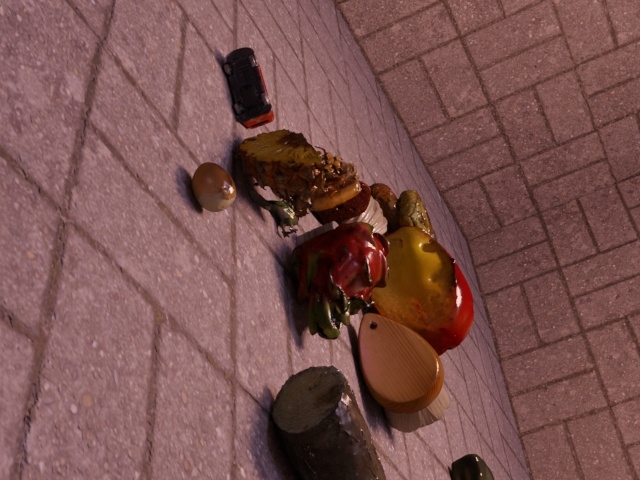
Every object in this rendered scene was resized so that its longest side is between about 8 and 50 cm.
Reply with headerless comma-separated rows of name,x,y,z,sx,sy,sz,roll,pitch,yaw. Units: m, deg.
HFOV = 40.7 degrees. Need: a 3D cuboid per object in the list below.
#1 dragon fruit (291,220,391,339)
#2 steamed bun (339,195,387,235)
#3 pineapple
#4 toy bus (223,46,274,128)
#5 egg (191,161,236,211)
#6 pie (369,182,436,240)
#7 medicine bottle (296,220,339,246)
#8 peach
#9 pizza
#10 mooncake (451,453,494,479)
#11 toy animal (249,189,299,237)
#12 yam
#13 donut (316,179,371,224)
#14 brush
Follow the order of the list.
dragon fruit,0.053,0.085,1.755,0.200,0.198,0.269,6,54,-23
steamed bun,0.117,-0.058,2.323,0.183,0.106,0.183,-22,90,-76
pineapple,-0.091,-0.123,1.715,0.250,0.139,0.164,-126,-147,-52
toy bus,-0.152,-0.327,1.862,0.077,0.079,0.174,52,20,-67
egg,-0.182,-0.091,1.455,0.083,0.071,0.071,60,13,20
pie,0.275,0.058,2.567,0.418,0.180,0.395,58,16,-53
medicine bottle,0.000,0.000,1.884,0.058,0.091,0.058,58,18,-32
peach,0.245,0.128,2.200,0.281,0.281,0.338,-34,105,-74
pizza,0.017,-0.159,2.048,0.226,0.147,0.069,-94,168,-47
mooncake,0.411,0.667,2.322,0.175,0.104,0.169,-20,91,-72
toy animal,-0.083,-0.049,1.779,0.217,0.041,0.075,21,47,-64
yam,0.019,0.343,1.406,0.154,0.154,0.255,-57,127,-71
donut,0.053,-0.098,2.151,0.186,0.126,0.144,49,32,-49
brush,0.178,0.292,1.985,0.267,0.174,0.166,59,-4,32
